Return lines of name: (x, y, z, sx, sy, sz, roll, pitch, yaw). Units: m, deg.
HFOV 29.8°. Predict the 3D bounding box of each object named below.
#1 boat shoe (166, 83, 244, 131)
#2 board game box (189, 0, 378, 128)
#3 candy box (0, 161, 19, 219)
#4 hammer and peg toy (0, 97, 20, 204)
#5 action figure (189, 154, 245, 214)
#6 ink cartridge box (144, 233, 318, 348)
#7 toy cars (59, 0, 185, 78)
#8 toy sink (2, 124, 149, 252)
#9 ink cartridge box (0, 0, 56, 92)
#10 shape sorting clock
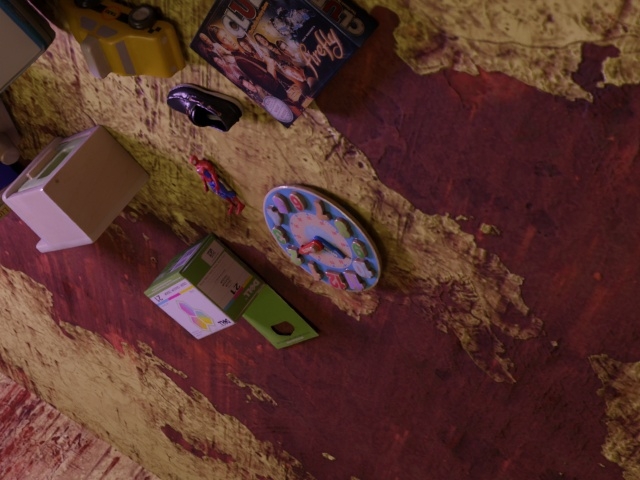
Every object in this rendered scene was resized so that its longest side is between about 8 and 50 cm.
boat shoe: (-0.166, -0.182, 1.653, 0.133, 0.042, 0.049, 18, 150, 35)
board game box: (-0.051, -0.241, 1.415, 0.165, 0.042, 0.243, 40, 153, -5)
candy box: (-0.735, -0.117, 2.180, 0.317, 0.268, 0.122, 52, 162, -30)
hammer and peg toy: (-0.638, -0.159, 2.047, 0.127, 0.266, 0.361, 46, 162, 32)
action figure: (-0.160, -0.085, 1.817, 0.038, 0.030, 0.115, 6, 138, 54)
ink cartridge box: (-0.153, 0.123, 2.065, 0.255, 0.097, 0.189, 43, 153, -11)
toy cars: (-0.353, -0.333, 1.581, 0.393, 0.087, 0.176, 43, 153, -12)
toy sink: (-0.420, -0.085, 1.991, 0.131, 0.153, 0.234, 48, 153, -21)
ink cartridge box: (-0.476, -0.301, 1.584, 0.223, 0.129, 0.307, 45, -178, -16)
shape sorting clock: (0.000, 0.000, 1.744, 0.206, 0.040, 0.206, 28, 152, 16)
